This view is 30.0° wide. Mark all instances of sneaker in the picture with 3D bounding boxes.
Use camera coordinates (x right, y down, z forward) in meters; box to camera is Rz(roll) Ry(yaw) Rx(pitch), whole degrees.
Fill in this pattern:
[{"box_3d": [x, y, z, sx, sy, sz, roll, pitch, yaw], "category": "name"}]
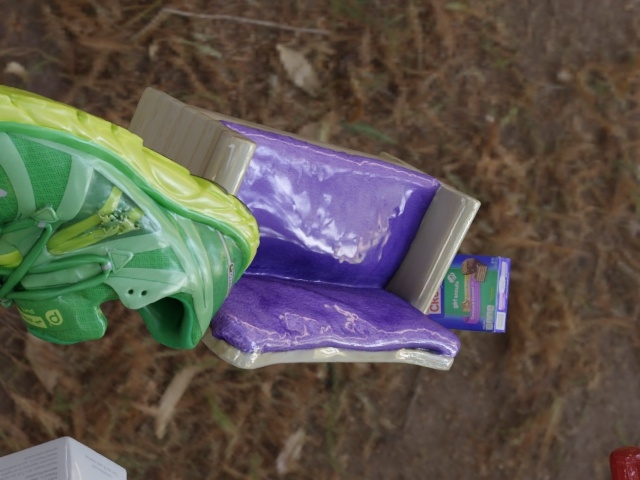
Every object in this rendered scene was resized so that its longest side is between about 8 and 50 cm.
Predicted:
[{"box_3d": [-0.147, -0.007, 0.673, 0.295, 0.109, 0.123, 26, 77, -46], "category": "sneaker"}]

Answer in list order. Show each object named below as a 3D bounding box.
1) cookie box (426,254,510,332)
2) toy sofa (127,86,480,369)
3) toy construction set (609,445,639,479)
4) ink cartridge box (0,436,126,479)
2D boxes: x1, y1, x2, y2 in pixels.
[{"box_3d": [0.169, 0.062, 1.436, 0.040, 0.107, 0.092, 12, 82, -60], "category": "cookie box"}, {"box_3d": [0.000, 0.000, 0.991, 0.362, 0.177, 0.150, 9, 108, -54], "category": "toy sofa"}, {"box_3d": [0.333, 0.228, 0.676, 0.257, 0.309, 0.237, -24, 107, -56], "category": "toy construction set"}, {"box_3d": [-0.200, 0.262, 0.790, 0.134, 0.231, 0.078, -19, 144, 16], "category": "ink cartridge box"}]
